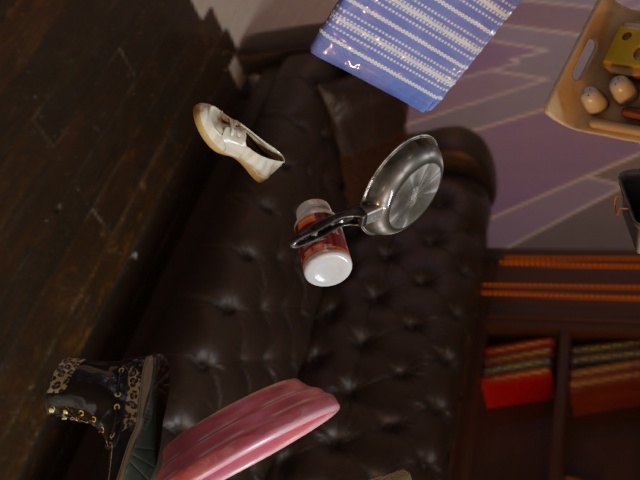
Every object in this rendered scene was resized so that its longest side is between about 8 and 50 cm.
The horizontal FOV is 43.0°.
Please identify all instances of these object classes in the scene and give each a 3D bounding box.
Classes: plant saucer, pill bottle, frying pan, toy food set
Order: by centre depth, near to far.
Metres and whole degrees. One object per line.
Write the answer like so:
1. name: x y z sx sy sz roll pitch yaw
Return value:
1. toy food set: 0.505 -0.257 1.192 0.092 0.306 0.219 30 85 -45
2. frying pan: 0.102 -0.079 1.323 0.326 0.053 0.197 -12 132 -50
3. plant saucer: -0.129 0.325 1.350 0.084 0.332 0.332 61 17 14
4. pill bottle: 0.000 0.000 1.424 0.086 0.086 0.152 66 6 -45

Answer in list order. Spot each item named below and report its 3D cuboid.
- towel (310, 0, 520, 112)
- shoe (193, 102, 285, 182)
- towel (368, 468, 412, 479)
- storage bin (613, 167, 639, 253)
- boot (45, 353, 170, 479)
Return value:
1. towel: 0.163 -0.367 1.268 0.243 0.336 0.040 24 41 -19
2. shoe: -0.134 -0.170 1.359 0.219 0.058 0.076 39 35 -54
3. towel: 0.048 0.549 1.243 0.056 0.324 0.312 110 -38 -66
4. storage bin: 0.551 -0.045 1.382 0.091 0.098 0.135 76 10 -45
5. boot: -0.338 0.286 1.251 0.085 0.179 0.236 67 28 -58
